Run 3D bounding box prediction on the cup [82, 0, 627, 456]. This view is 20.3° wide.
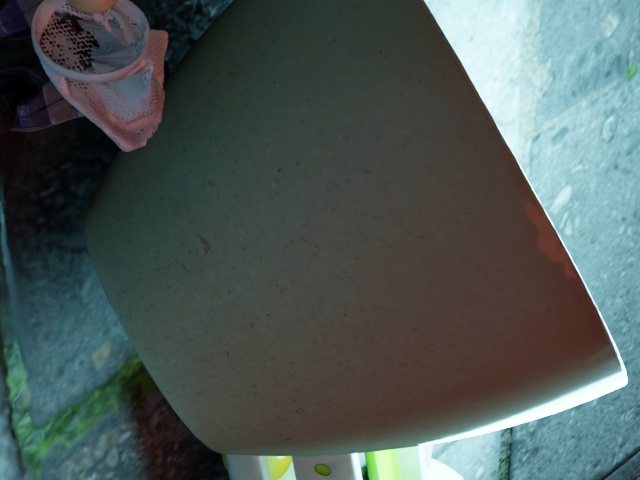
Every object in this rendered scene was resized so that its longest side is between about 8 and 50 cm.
[{"bbox_3d":[0.000,0.000,1.074,0.237,0.331,0.331,-30,142,2],"label":"cup"}]

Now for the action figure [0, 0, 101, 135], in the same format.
[{"bbox_3d":[-0.207,-0.067,0.909,0.285,0.099,0.185,-37,122,-40],"label":"action figure"}]

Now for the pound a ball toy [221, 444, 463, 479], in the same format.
[{"bbox_3d":[0.008,0.151,1.342,0.319,0.135,0.208,81,27,-43],"label":"pound a ball toy"}]

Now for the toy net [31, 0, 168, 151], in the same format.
[{"bbox_3d":[-0.135,-0.154,0.886,0.122,0.045,0.232,-24,96,-41],"label":"toy net"}]
